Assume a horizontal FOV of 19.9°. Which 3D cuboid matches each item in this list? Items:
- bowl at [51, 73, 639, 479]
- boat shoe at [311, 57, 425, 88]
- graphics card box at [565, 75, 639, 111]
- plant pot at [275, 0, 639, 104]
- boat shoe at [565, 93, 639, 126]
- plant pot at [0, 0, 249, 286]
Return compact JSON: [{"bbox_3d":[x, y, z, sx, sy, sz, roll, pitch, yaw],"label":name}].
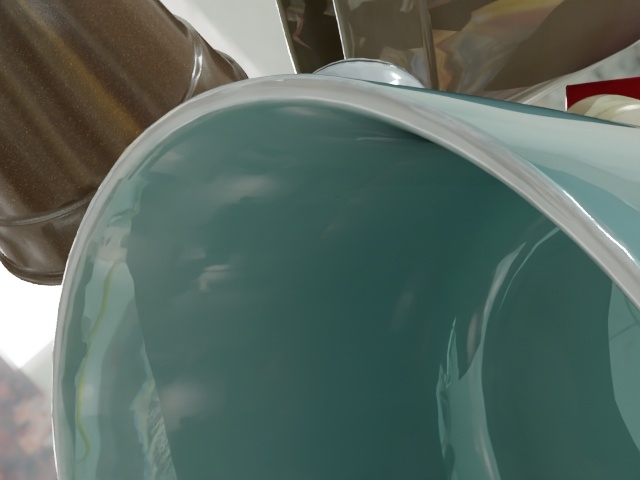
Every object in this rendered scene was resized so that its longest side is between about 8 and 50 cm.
[{"bbox_3d":[0.071,0.086,0.557,0.311,0.163,0.311,22,-59,42],"label":"bowl"},{"bbox_3d":[0.000,0.000,1.060,0.121,0.119,0.335,14,-40,-3],"label":"boat shoe"},{"bbox_3d":[0.378,-0.074,1.505,0.233,0.094,0.371,-5,-8,31],"label":"graphics card box"},{"bbox_3d":[0.116,-0.226,1.451,0.323,0.280,0.323,165,-90,-82],"label":"plant pot"},{"bbox_3d":[0.277,-0.001,1.036,0.341,0.121,0.110,7,10,-35],"label":"boat shoe"},{"bbox_3d":[-0.145,-0.092,0.926,0.167,0.167,0.165,26,-21,49],"label":"plant pot"}]
